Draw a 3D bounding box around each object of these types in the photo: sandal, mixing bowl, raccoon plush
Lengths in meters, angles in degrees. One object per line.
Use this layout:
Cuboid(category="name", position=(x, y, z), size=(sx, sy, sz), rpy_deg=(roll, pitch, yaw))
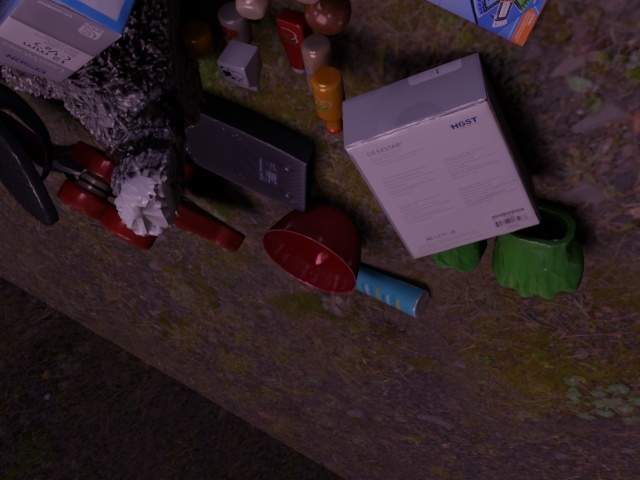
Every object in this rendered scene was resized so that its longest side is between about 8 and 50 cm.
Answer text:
Cuboid(category="sandal", position=(-0.579, -0.227, 1.723), size=(0.445, 0.107, 0.167), rpy_deg=(54, 156, 11))
Cuboid(category="mixing bowl", position=(0.000, 0.000, 1.631), size=(0.181, 0.098, 0.181), rpy_deg=(23, 155, 12))
Cuboid(category="raccoon plush", position=(-0.327, -0.196, 1.227), size=(0.299, 0.446, 0.216), rpy_deg=(-5, 127, 4))
Cuboid(category="sandal", position=(-0.516, -0.150, 1.951), size=(0.254, 0.054, 0.097), rpy_deg=(9, 149, 37))

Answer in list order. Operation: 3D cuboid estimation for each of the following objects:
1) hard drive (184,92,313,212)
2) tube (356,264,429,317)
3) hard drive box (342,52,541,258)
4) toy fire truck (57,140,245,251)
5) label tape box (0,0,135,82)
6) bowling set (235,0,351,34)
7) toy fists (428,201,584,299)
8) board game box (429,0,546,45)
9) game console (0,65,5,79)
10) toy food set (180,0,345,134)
Cuboid(category="hard drive", position=(-0.126, -0.149, 1.535), size=(0.255, 0.054, 0.172), rpy_deg=(25, 155, 11))
Cuboid(category="tube", position=(0.098, 0.079, 1.747), size=(0.207, 0.052, 0.080), rpy_deg=(23, 146, 29))
Cuboid(category="hard drive box", position=(0.156, -0.097, 1.202), size=(0.181, 0.089, 0.232), rpy_deg=(-17, 137, 18))
Cuboid(category="toy fire truck", position=(-0.305, -0.081, 1.728), size=(0.302, 0.169, 0.254), rpy_deg=(29, 178, 35))
Cuboid(category="label tape box", position=(-0.295, -0.328, 1.121), size=(0.115, 0.249, 0.348), rpy_deg=(23, 165, -26))
Cuboid(category="bowling set", position=(-0.043, -0.329, 1.044), size=(0.287, 0.154, 0.200), rpy_deg=(3, 163, 42))
Cuboid(category="toy fists", position=(0.245, -0.004, 1.370), size=(0.279, 0.096, 0.142), rpy_deg=(18, 143, 26))
Cuboid(category="board game box", position=(0.180, -0.311, 0.930), size=(0.145, 0.027, 0.281), rpy_deg=(28, 155, 6))
Cuboid(category="game console", position=(-0.409, -0.322, 1.545), size=(0.293, 0.173, 0.250), rpy_deg=(16, -177, 28))
Cuboid(category="toy food set", position=(-0.062, -0.228, 1.246), size=(0.232, 0.111, 0.104), rpy_deg=(18, 153, 17))
